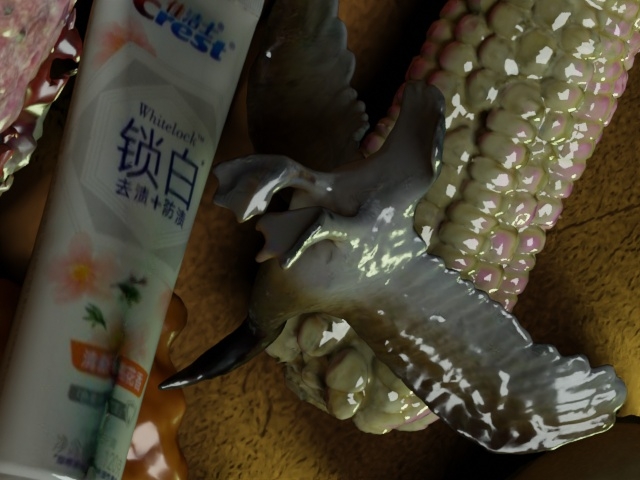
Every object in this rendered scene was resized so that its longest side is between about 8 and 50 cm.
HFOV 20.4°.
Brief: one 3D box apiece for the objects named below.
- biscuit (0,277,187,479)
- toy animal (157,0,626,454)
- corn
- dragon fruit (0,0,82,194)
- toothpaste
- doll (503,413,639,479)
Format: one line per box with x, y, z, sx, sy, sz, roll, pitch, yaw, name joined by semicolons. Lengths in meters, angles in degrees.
-0.212;0.171;0.863;0.312;0.110;0.318;-2;101;-33;biscuit
-0.008;-0.002;0.836;0.197;0.272;0.160;-30;160;-1;toy animal
0.088;-0.049;0.947;0.126;0.126;0.335;26;99;-39;corn
-0.232;-0.152;0.569;0.296;0.263;0.314;-33;148;-49;dragon fruit
-0.098;0.005;0.823;0.100;0.066;0.323;28;66;-38;toothpaste
0.237;0.269;1.150;0.247;0.247;0.349;-44;137;-3;doll
